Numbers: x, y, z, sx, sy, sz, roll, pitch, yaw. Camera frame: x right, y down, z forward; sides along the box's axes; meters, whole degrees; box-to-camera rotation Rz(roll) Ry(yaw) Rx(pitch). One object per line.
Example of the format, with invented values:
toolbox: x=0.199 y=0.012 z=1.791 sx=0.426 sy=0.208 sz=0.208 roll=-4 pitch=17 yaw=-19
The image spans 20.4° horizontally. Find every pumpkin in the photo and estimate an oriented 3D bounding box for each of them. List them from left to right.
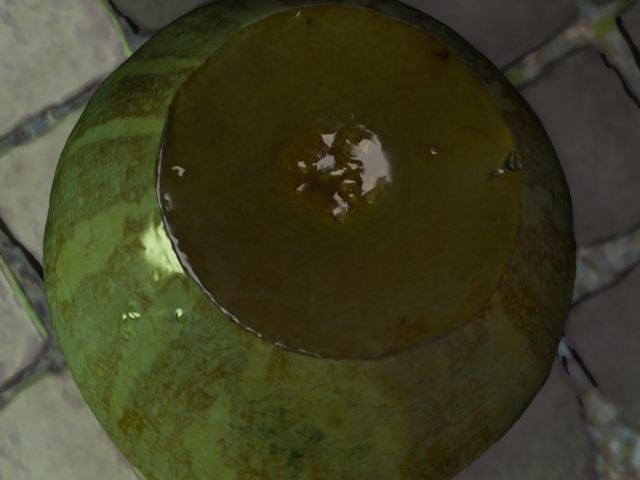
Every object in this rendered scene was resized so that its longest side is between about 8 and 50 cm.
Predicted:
pumpkin: x=-0.008 y=-0.001 z=0.670 sx=0.217 sy=0.110 sz=0.217 roll=0 pitch=83 yaw=3
